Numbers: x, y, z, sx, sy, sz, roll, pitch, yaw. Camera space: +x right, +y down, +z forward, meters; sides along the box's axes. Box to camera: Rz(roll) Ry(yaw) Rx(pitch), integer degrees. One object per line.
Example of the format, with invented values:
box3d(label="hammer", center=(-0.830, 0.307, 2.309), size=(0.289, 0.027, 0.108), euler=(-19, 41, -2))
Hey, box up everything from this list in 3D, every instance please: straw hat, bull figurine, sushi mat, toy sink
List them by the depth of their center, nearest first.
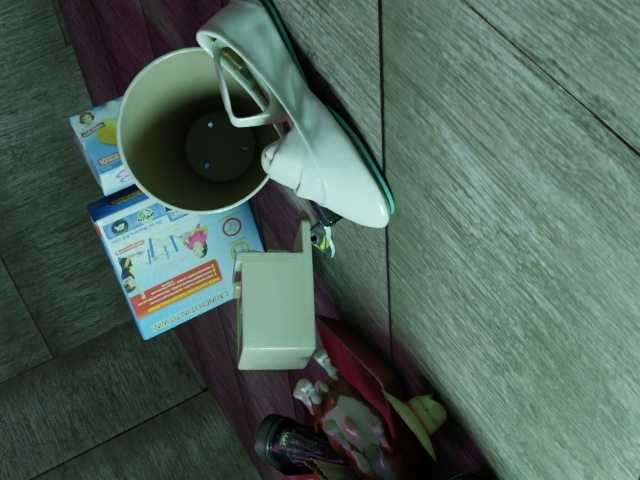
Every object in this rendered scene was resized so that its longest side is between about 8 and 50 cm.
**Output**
box3d(label="straw hat", center=(0.158, 0.265, 1.529), size=(0.144, 0.061, 0.144), euler=(53, 178, 2))
box3d(label="bull figurine", center=(0.041, 0.297, 1.681), size=(0.310, 0.101, 0.188), euler=(41, 167, 47))
box3d(label="sushi mat", center=(0.099, 0.424, 1.696), size=(0.151, 0.019, 0.316), euler=(35, -177, 32))
box3d(label="toy sink", center=(-0.085, 0.093, 1.739), size=(0.153, 0.131, 0.234), euler=(112, 157, -69))

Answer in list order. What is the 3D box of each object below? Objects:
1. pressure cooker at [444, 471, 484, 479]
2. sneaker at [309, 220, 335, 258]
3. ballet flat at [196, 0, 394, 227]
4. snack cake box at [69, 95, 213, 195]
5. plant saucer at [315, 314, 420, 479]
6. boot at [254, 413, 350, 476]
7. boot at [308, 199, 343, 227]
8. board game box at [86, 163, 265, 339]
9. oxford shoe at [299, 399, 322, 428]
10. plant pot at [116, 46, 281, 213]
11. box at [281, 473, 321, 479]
box3d(label="pressure cooker", center=(0.183, 0.583, 1.408), size=(0.420, 0.376, 0.370), euler=(59, 177, 19))
box3d(label="sneaker", center=(0.000, 0.000, 1.662), size=(0.031, 0.035, 0.083), euler=(48, 158, 45))
box3d(label="ballet flat", center=(-0.050, -0.163, 1.394), size=(0.400, 0.139, 0.139), euler=(59, 164, 16))
box3d(label="snack cake box", center=(-0.342, -0.216, 1.991), size=(0.152, 0.264, 0.089), euler=(58, 163, 20))
box3d(label="plant saucer", center=(0.090, 0.276, 1.788), size=(0.258, 0.048, 0.259), euler=(41, 152, 54))
box3d(label="boot", center=(0.052, 0.464, 2.056), size=(0.260, 0.131, 0.348), euler=(6, 163, 35))
box3d(label="boot", center=(-0.002, -0.066, 1.506), size=(0.121, 0.045, 0.099), euler=(-102, -13, -79))
box3d(label="board game box", center=(-0.284, 0.007, 2.080), size=(0.086, 0.308, 0.301), euler=(44, 154, 54))
box3d(label="oxford shoe", center=(-0.014, 0.444, 2.297), size=(0.083, 0.096, 0.227), euler=(35, 146, 63))
box3d(label="plant pot", center=(-0.181, -0.166, 1.664), size=(0.256, 0.257, 0.274), euler=(64, -179, 1))
box3d(label="box", center=(0.018, 0.526, 1.850), size=(0.154, 0.142, 0.300), euler=(32, 156, -13))
